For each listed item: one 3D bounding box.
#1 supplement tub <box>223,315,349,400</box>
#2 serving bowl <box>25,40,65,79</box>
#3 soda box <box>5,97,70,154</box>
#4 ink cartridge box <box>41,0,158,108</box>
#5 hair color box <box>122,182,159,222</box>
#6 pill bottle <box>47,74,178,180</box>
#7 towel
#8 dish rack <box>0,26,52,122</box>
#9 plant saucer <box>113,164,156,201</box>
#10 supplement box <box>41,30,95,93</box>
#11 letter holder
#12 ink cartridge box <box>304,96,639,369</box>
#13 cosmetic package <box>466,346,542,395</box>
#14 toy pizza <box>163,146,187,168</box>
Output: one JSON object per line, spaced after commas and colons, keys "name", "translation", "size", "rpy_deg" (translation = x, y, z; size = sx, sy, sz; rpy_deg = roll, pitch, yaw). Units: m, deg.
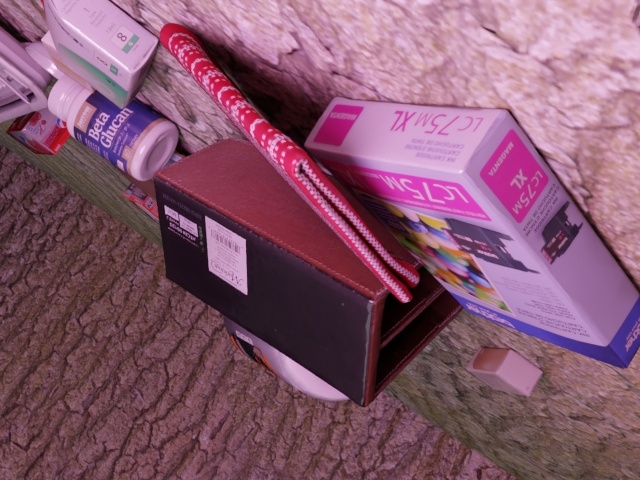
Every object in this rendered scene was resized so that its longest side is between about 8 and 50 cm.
{"name": "supplement tub", "translation": [-0.032, 0.118, 1.209], "size": [0.207, 0.207, 0.338], "rpy_deg": [39, 169, -21]}
{"name": "serving bowl", "translation": [-0.381, -0.259, 1.087], "size": [0.083, 0.027, 0.083], "rpy_deg": [32, 169, 7]}
{"name": "soda box", "translation": [-0.603, -0.243, 1.629], "size": [0.083, 0.092, 0.263], "rpy_deg": [39, 168, -27]}
{"name": "ink cartridge box", "translation": [-0.286, -0.245, 0.813], "size": [0.225, 0.056, 0.181], "rpy_deg": [35, 169, -13]}
{"name": "hair color box", "translation": [-0.392, -0.073, 1.840], "size": [0.093, 0.053, 0.167], "rpy_deg": [25, 165, 42]}
{"name": "pill bottle", "translation": [-0.293, -0.164, 1.058], "size": [0.169, 0.094, 0.094], "rpy_deg": [32, 169, 9]}
{"name": "towel", "translation": [-0.031, -0.075, 0.646], "size": [0.199, 0.031, 0.275], "rpy_deg": [46, -179, -45]}
{"name": "dish rack", "translation": [-0.571, -0.311, 1.184], "size": [0.285, 0.072, 0.333], "rpy_deg": [41, 156, -32]}
{"name": "plant saucer", "translation": [-0.297, -0.094, 1.509], "size": [0.278, 0.041, 0.278], "rpy_deg": [32, 169, 7]}
{"name": "supplement box", "translation": [-0.313, -0.235, 0.970], "size": [0.062, 0.036, 0.098], "rpy_deg": [35, 169, -4]}
{"name": "letter holder", "translation": [0.000, 0.000, 0.842], "size": [0.302, 0.214, 0.152], "rpy_deg": [29, 136, 30]}
{"name": "ink cartridge box", "translation": [0.144, 0.007, 0.619], "size": [0.311, 0.065, 0.186], "rpy_deg": [40, 168, -34]}
{"name": "cosmetic package", "translation": [0.260, 0.185, 1.075], "size": [0.060, 0.041, 0.115], "rpy_deg": [36, 169, -6]}
{"name": "toy pizza", "translation": [-0.198, -0.104, 1.206], "size": [0.201, 0.032, 0.201], "rpy_deg": [32, 169, 7]}
